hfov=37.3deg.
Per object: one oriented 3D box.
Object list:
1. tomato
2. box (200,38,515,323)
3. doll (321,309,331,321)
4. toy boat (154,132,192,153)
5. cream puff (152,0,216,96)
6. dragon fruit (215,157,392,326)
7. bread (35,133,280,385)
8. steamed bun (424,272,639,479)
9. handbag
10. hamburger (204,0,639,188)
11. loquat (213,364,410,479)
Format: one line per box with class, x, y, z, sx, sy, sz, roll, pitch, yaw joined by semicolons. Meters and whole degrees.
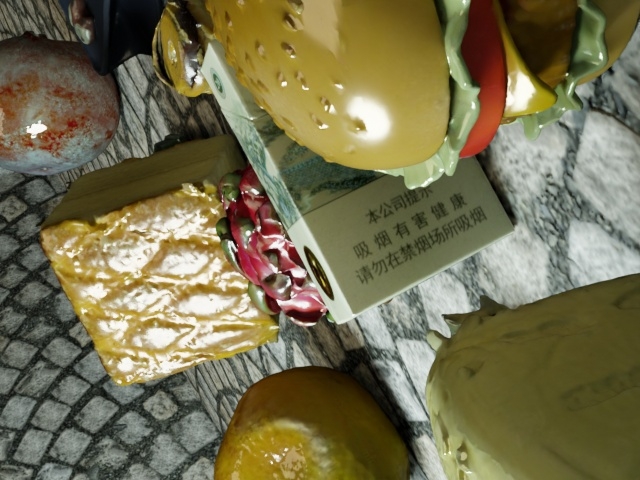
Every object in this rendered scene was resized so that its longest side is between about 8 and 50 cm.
tomato;-0.570;-0.279;1.927;0.317;0.317;0.282;148;121;-72
box;0.030;-0.079;0.812;0.256;0.164;0.069;62;164;3
doll;-0.030;0.036;1.289;0.180;0.079;0.094;53;-168;12
toy boat;-0.227;-0.113;1.590;0.141;0.092;0.319;67;168;-13
cream puff;-0.150;-0.245;1.172;0.119;0.104;0.133;-1;98;64
dragon fruit;-0.002;0.003;0.992;0.198;0.219;0.272;-79;-25;-52
bread;-0.211;0.025;1.364;0.207;0.279;0.279;-86;-25;-62
steamed bun;0.195;0.138;0.563;0.273;0.232;0.166;38;144;54
handbag;-0.351;-0.449;1.419;0.303;0.122;0.329;58;159;18
hamburger;0.038;-0.167;0.597;0.274;0.212;0.274;52;158;31
loquat;-0.004;0.321;1.331;0.284;0.276;0.276;23;143;26
